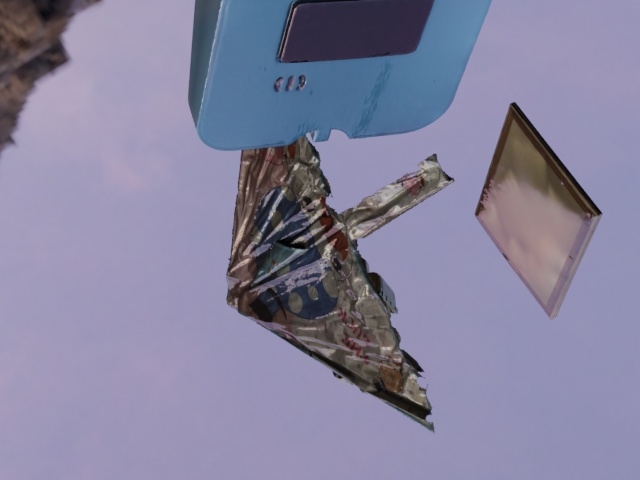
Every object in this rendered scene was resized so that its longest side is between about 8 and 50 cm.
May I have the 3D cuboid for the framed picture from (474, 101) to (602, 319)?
[{"bbox_3d":[0.244,-0.029,1.595,0.010,0.231,0.173,-24,-115,-19],"label":"framed picture"}]

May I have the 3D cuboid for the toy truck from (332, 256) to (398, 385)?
[{"bbox_3d":[0.028,0.075,1.696,0.116,0.085,0.191,-35,-137,6],"label":"toy truck"}]

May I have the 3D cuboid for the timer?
[{"bbox_3d":[0.013,-0.186,1.101,0.231,0.250,0.091,-7,-130,-22],"label":"timer"}]

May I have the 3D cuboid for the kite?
[{"bbox_3d":[0.000,0.000,1.283,0.014,0.406,0.368,-19,171,-39],"label":"kite"}]
